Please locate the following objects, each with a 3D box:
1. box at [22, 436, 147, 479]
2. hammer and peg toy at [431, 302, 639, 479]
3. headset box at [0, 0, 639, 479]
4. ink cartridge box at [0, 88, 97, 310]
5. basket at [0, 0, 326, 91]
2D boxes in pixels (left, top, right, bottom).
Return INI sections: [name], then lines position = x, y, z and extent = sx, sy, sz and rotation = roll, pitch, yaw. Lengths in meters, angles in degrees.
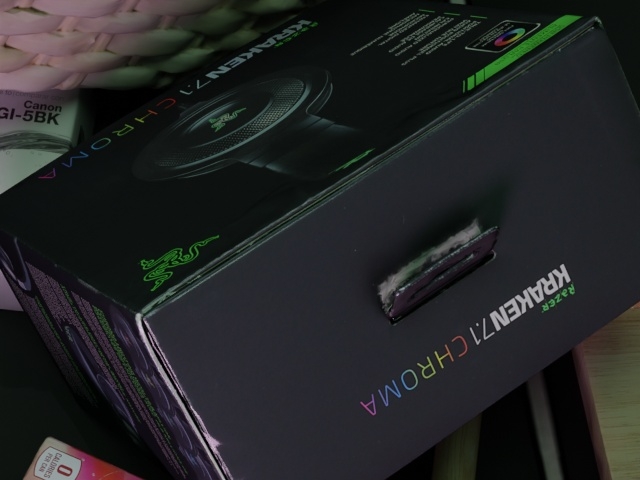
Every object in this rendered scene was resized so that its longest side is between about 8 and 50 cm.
[box]
position = -0.123, 0.241, 0.848
extent = 0.128, 0.123, 0.257
rotation = 23, 66, 10
[hammer and peg toy]
position = 0.203, 0.085, 0.888
extent = 0.361, 0.127, 0.266
rotation = -2, 47, -3
[headset box]
position = 0.000, 0.000, 0.872
extent = 0.246, 0.283, 0.131
rotation = -32, 112, -15
[ink cartridge box]
position = -0.186, -0.035, 1.020
extent = 0.099, 0.056, 0.135
rotation = 5, 64, 3
[basket]
position = -0.120, -0.265, 0.925
extent = 0.331, 0.328, 0.266
rotation = -4, 60, -45
